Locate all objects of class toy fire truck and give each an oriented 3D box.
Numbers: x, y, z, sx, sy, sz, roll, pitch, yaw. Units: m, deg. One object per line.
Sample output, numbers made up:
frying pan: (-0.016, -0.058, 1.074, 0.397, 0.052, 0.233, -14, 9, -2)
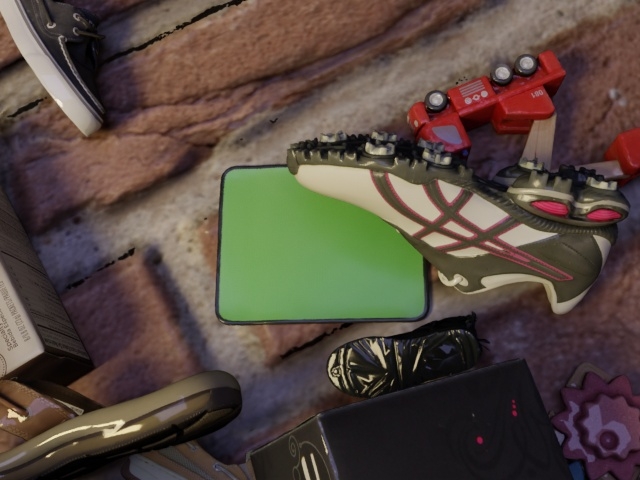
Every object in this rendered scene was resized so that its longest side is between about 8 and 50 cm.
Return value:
toy fire truck: (0.188, -0.092, 0.612, 0.192, 0.047, 0.135, -22, 73, -1)

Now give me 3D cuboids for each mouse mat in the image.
mouse mat: (0.000, 0.000, 0.622, 0.189, 0.007, 0.153, -2, 72, 6)

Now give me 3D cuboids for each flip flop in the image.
flip flop: (-0.194, 0.132, 0.503, 0.277, 0.112, 0.080, -19, 73, 4)

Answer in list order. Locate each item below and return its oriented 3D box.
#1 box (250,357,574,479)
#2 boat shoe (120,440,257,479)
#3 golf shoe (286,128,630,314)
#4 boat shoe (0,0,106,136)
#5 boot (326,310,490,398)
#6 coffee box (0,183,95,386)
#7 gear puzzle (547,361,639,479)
box: (0.081, 0.234, 0.440, 0.165, 0.143, 0.270, -9, 69, -27)
boat shoe: (-0.061, 0.196, 0.536, 0.190, 0.068, 0.072, 26, 65, 13)
golf shoe: (0.099, -0.017, 0.556, 0.272, 0.105, 0.120, 13, 108, 5)
boat shoe: (-0.253, -0.204, 0.678, 0.076, 0.080, 0.229, -32, 65, -4)
boot: (0.071, 0.086, 0.540, 0.121, 0.099, 0.045, -14, 87, 11)
coffee box: (-0.323, 0.037, 0.590, 0.141, 0.098, 0.247, -32, 72, -5)
gear puzzle: (0.298, 0.247, 0.494, 0.339, 0.044, 0.175, 34, 78, 14)
